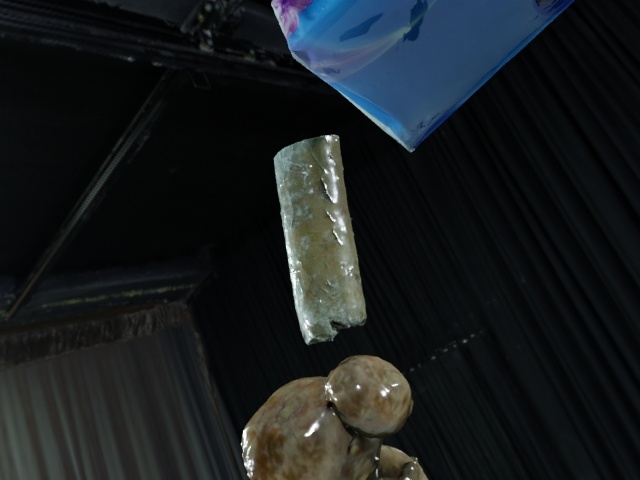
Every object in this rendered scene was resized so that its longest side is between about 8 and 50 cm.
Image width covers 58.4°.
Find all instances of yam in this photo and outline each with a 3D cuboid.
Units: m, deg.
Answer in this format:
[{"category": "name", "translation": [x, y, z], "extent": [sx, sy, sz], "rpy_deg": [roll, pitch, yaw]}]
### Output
[{"category": "yam", "translation": [0.000, 0.000, 0.737], "extent": [0.093, 0.259, 0.093], "rpy_deg": [-9, -6, -1]}]

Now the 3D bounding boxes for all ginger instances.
[{"category": "ginger", "translation": [0.017, 0.273, 0.691], "extent": [0.245, 0.155, 0.304], "rpy_deg": [-10, -60, 0]}]

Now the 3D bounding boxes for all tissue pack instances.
[{"category": "tissue pack", "translation": [0.112, -0.255, 0.574], "extent": [0.198, 0.146, 0.263], "rpy_deg": [29, -61, -35]}]
